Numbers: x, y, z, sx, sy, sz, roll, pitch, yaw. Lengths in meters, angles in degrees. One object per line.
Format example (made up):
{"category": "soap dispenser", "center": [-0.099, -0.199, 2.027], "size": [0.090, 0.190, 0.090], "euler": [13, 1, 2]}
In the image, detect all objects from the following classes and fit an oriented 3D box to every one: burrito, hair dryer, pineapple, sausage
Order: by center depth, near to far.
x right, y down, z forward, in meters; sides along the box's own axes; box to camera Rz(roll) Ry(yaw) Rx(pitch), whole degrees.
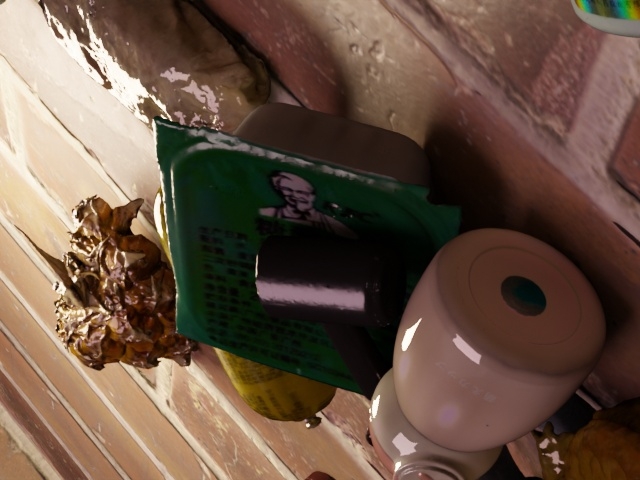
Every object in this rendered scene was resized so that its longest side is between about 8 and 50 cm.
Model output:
{"category": "hair dryer", "center": [0.038, 0.086, 1.272], "size": [0.114, 0.071, 0.248], "euler": [3, 144, 27]}
{"category": "burrito", "center": [-0.173, -0.192, 1.484], "size": [0.348, 0.107, 0.175], "euler": [45, 141, 18]}
{"category": "sausage", "center": [-0.077, 0.054, 1.584], "size": [0.123, 0.123, 0.347], "euler": [13, 132, 57]}
{"category": "pineapple", "center": [-0.253, 0.092, 1.926], "size": [0.161, 0.158, 0.335], "euler": [36, 149, 37]}

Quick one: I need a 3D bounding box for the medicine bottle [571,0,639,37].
{"category": "medicine bottle", "center": [0.163, -0.228, 0.815], "size": [0.121, 0.083, 0.229], "euler": [21, 138, 57]}

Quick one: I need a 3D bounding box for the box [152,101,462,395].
{"category": "box", "center": [0.000, 0.000, 1.323], "size": [0.264, 0.106, 0.337], "euler": [16, 144, 10]}

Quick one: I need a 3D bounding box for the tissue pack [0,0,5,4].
{"category": "tissue pack", "center": [-0.481, -0.339, 1.707], "size": [0.128, 0.228, 0.311], "euler": [53, 157, 9]}

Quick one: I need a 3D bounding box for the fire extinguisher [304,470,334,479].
{"category": "fire extinguisher", "center": [-0.084, 0.399, 1.865], "size": [0.105, 0.269, 0.105], "euler": [43, 154, 27]}

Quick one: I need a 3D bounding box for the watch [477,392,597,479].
{"category": "watch", "center": [0.202, 0.203, 1.327], "size": [0.193, 0.068, 0.206], "euler": [55, 154, 2]}

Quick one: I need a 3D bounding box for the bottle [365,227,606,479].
{"category": "bottle", "center": [0.115, 0.115, 1.200], "size": [0.147, 0.147, 0.236], "euler": [47, 137, 19]}

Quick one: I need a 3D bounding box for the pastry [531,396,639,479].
{"category": "pastry", "center": [0.292, 0.220, 1.122], "size": [0.240, 0.132, 0.235], "euler": [63, 165, 0]}
